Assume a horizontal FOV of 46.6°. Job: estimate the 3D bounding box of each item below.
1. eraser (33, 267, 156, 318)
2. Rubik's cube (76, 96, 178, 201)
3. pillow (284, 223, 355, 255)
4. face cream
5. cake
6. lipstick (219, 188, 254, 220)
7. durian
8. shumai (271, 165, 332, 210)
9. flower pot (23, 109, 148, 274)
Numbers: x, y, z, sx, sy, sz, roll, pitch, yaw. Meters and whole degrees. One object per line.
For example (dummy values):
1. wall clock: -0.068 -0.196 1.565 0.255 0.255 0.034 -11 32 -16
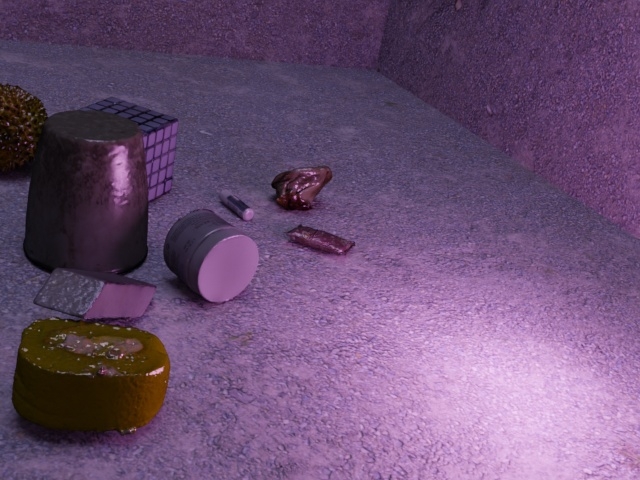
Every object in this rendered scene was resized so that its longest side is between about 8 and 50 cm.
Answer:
1. eraser: -0.442 0.109 1.505 0.111 0.077 0.352 14 -3 7
2. Rubik's cube: -0.565 -0.248 2.103 0.237 0.237 0.238 18 26 13
3. pillow: 0.000 0.000 2.079 0.185 0.043 0.118 22 21 11
4. face cream: -0.258 0.034 1.742 0.177 0.177 0.153 -14 36 -42
5. cake: -0.397 0.239 1.299 0.260 0.156 0.179 8 25 -12
6. lipstick: -0.246 -0.104 2.179 0.040 0.040 0.141 -10 34 -38
7. durian: -0.916 -0.315 2.092 0.293 0.258 0.258 2 27 -8
8. shumai: -0.053 -0.152 2.276 0.201 0.120 0.201 -11 -11 -2
9. flower pot: -0.548 -0.120 1.756 0.293 0.330 0.293 8 27 -4
